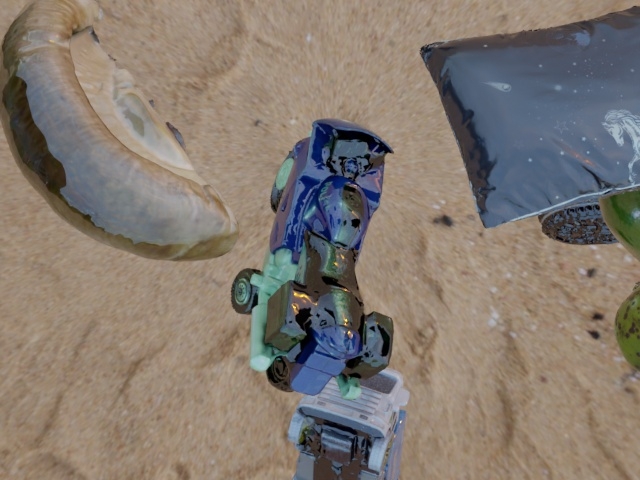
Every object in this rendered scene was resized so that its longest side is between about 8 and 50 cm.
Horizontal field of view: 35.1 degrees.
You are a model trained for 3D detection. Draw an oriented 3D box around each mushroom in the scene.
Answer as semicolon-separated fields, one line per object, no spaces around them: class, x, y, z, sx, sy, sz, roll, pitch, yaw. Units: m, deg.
mushroom;-0.129;-0.065;0.559;0.072;0.094;0.210;-44;68;18

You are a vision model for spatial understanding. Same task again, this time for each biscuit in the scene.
biscuit;0.485;-0.037;1.798;0.194;0.194;0.053;2;72;0

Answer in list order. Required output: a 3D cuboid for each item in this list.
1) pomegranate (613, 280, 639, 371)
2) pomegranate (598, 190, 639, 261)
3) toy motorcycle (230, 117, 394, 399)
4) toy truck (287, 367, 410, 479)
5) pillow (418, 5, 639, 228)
pomegranate;0.656;0.161;1.935;0.198;0.246;0.198;-1;102;-4
pomegranate;0.350;-0.042;0.879;0.187;0.225;0.187;-5;108;-16
toy motorcycle;0.000;0.000;1.048;0.125;0.331;0.196;21;138;-24
toy truck;0.040;0.324;1.467;0.146;0.175;0.367;15;135;13
pillow;0.180;-0.086;0.626;0.208;0.055;0.141;-14;64;-6
